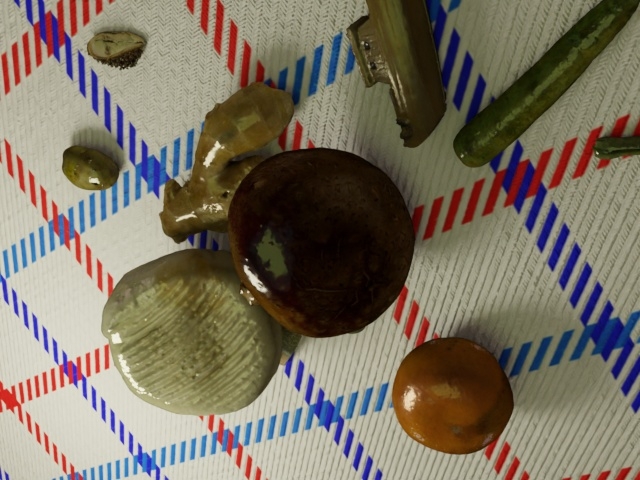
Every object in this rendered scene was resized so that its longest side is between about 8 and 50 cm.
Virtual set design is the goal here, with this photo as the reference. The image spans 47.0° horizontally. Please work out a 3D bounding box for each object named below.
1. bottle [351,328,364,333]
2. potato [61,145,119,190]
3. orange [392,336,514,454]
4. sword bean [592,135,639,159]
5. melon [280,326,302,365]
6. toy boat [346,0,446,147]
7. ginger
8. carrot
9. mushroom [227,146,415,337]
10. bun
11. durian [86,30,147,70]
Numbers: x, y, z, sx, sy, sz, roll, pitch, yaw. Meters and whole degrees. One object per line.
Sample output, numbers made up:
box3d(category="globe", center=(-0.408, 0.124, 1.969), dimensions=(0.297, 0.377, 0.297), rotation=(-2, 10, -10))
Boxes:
box3d(category="bottle", center=(0.057, 0.136, 1.479), dimensions=(0.063, 0.047, 0.101), rotation=(-8, 115, 18))
box3d(category="potato", center=(-0.488, -0.150, 1.541), dimensions=(0.137, 0.070, 0.092), rotation=(12, 123, 18))
box3d(category="orange", center=(0.252, 0.291, 1.406), dimensions=(0.240, 0.171, 0.240), rotation=(7, 122, 12))
box3d(category="sword bean", center=(0.540, -0.155, 1.080), dimensions=(0.269, 0.038, 0.043), rotation=(-8, 121, 30))
box3d(category="melon", center=(-0.133, 0.199, 1.616), dimensions=(0.182, 0.054, 0.098), rotation=(37, 143, 0))
box3d(category="toy boat", center=(0.112, -0.298, 1.160), dimensions=(0.121, 0.089, 0.321), rotation=(-2, 120, 32))
box3d(category="ginger", center=(-0.188, -0.110, 1.396), dimensions=(0.347, 0.122, 0.363), rotation=(-3, 129, 17))
box3d(category="carrot", center=(0.337, -0.238, 1.105), dimensions=(0.074, 0.074, 0.358), rotation=(42, 125, -4))
box3d(category="mushroom", center=(0.010, 0.007, 1.274), dimensions=(0.239, 0.345, 0.345), rotation=(51, 141, 43))
box3d(category="bun", center=(-0.252, 0.181, 1.508), dimensions=(0.364, 0.219, 0.366), rotation=(0, 107, -1))
box3d(category="durian", center=(-0.384, -0.358, 1.394), dimensions=(0.130, 0.052, 0.066), rotation=(6, 83, 18))
